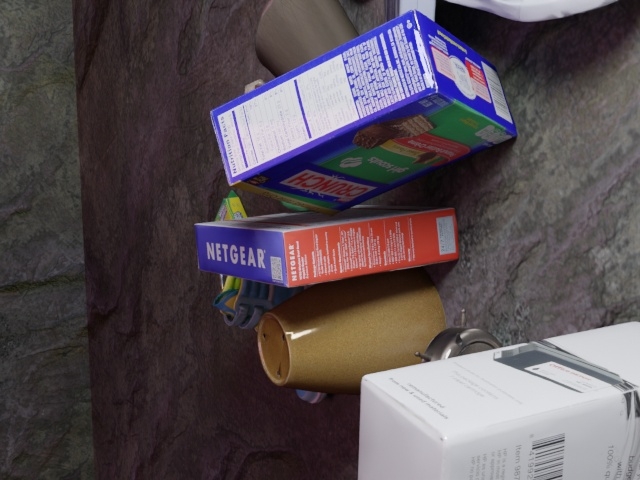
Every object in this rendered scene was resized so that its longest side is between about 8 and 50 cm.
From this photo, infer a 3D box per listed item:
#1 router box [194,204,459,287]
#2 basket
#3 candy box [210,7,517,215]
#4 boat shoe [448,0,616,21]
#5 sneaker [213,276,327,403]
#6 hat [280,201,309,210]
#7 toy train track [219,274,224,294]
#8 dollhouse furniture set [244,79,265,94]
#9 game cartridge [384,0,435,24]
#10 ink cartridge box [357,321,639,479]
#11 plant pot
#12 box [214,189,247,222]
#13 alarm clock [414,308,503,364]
[{"bbox_3d":[0.000,0.000,1.508,0.335,0.301,0.082,6,102,61],"label":"router box"},{"bbox_3d":[0.007,-0.294,1.585,0.227,0.154,0.204,58,147,31],"label":"basket"},{"bbox_3d":[0.061,-0.155,1.267,0.317,0.268,0.122,-21,73,29],"label":"candy box"},{"bbox_3d":[0.238,-0.344,1.137,0.335,0.121,0.119,25,142,54],"label":"boat shoe"},{"bbox_3d":[-0.101,0.173,1.832,0.127,0.208,0.319,-19,81,60],"label":"sneaker"},{"bbox_3d":[0.021,-0.093,1.717,0.183,0.173,0.208,51,-167,-49],"label":"hat"},{"bbox_3d":[-0.231,0.105,2.257,0.048,0.014,0.083,144,120,-66],"label":"toy train track"},{"bbox_3d":[-0.082,-0.225,1.652,0.129,0.129,0.183,-21,49,27],"label":"dollhouse furniture set"},{"bbox_3d":[0.124,-0.365,1.323,0.196,0.060,0.294,-88,-3,-52],"label":"game cartridge"},{"bbox_3d":[0.247,0.270,1.034,0.166,0.395,0.285,29,122,58],"label":"ink cartridge box"},{"bbox_3d":[0.036,0.156,1.533,0.237,0.254,0.237,23,117,56],"label":"plant pot"},{"bbox_3d":[-0.193,-0.016,2.125,0.179,0.043,0.105,66,147,30],"label":"box"},{"bbox_3d":[0.221,0.206,1.357,0.064,0.129,0.192,3,128,58],"label":"alarm clock"}]
